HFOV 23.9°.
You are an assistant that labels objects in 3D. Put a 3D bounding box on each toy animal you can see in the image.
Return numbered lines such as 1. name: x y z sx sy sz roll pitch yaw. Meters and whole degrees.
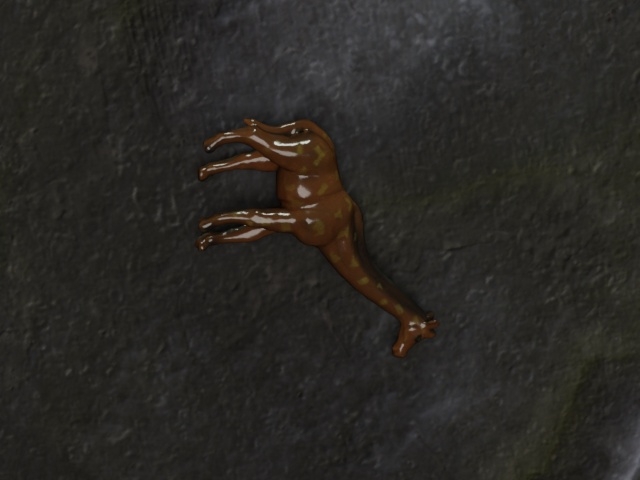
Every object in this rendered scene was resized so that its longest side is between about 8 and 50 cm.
1. toy animal: 0.000 0.000 1.397 0.229 0.066 0.224 1 101 -8
